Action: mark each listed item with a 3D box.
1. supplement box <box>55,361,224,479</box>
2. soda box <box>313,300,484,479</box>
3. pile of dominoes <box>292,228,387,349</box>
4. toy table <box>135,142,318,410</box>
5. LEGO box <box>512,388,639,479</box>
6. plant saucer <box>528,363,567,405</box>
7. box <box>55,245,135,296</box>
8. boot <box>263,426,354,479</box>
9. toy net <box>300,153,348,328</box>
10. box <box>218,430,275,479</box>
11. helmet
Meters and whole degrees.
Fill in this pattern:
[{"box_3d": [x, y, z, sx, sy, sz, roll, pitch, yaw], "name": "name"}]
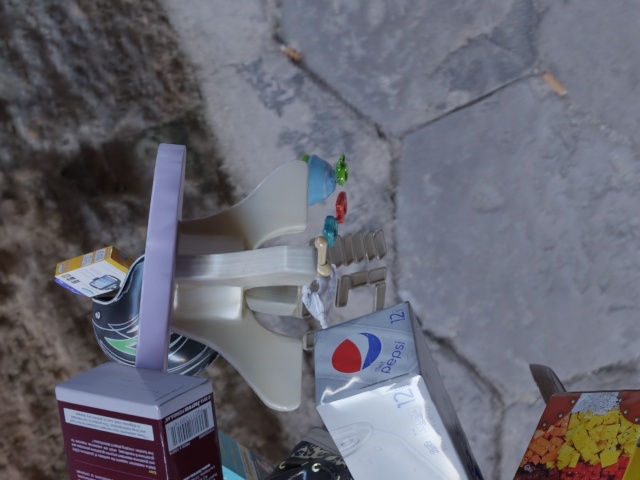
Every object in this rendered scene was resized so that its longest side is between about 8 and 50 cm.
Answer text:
[{"box_3d": [-0.151, 0.238, 1.015, 0.130, 0.073, 0.239, 5, 106, 35], "name": "supplement box"}, {"box_3d": [0.084, 0.197, 0.995, 0.091, 0.098, 0.286, -18, 124, 10], "name": "soda box"}, {"box_3d": [0.032, 0.077, 2.002, 0.040, 0.251, 0.196, 13, 104, 36], "name": "pile of dominoes"}, {"box_3d": [-0.095, 0.044, 1.139, 0.161, 0.252, 0.274, 4, 88, -6], "name": "toy table"}, {"box_3d": [0.441, 0.487, 1.473, 0.500, 0.372, 0.193, 44, 149, -22], "name": "LEGO box"}, {"box_3d": [0.382, 0.264, 1.793, 0.029, 0.168, 0.168, -29, 88, 12], "name": "plant saucer"}, {"box_3d": [-0.352, 0.051, 1.795, 0.136, 0.081, 0.028, -14, 55, 31], "name": "box"}, {"box_3d": [-0.022, 0.452, 1.812, 0.377, 0.284, 0.138, 22, 141, 60], "name": "boot"}, {"box_3d": [0.000, 0.000, 1.525, 0.045, 0.122, 0.232, 5, 97, 13], "name": "toy net"}, {"box_3d": [-0.169, 0.477, 2.339, 0.060, 0.244, 0.100, -33, 47, 13], "name": "box"}, {"box_3d": [-0.199, 0.098, 1.428, 0.169, 0.169, 0.161, 41, 96, 16], "name": "helmet"}]
